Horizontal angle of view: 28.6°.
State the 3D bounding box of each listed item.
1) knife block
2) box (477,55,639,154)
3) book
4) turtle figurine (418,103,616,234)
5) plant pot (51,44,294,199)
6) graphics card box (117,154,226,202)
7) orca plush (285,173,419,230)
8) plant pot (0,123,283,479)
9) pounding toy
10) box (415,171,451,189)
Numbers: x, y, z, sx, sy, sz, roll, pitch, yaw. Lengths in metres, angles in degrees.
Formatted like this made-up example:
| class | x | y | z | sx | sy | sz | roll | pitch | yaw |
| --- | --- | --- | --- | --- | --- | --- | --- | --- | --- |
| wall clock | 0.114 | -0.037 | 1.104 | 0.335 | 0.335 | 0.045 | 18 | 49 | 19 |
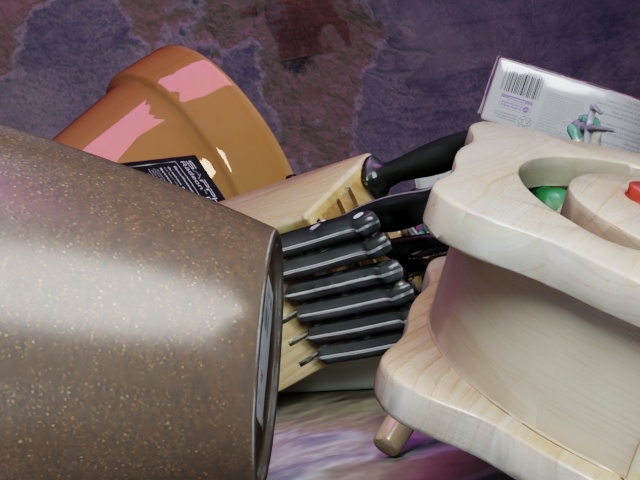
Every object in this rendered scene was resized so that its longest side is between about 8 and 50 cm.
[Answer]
| class | x | y | z | sx | sy | sz | roll | pitch | yaw |
| --- | --- | --- | --- | --- | --- | --- | --- | --- | --- |
| knife block | 0.004 | 0.006 | 0.765 | 0.242 | 0.088 | 0.276 | -28 | 14 | -9 |
| box | 0.313 | -0.100 | 1.203 | 0.324 | 0.067 | 0.063 | 17 | 12 | 3 |
| book | 0.053 | 0.067 | 0.770 | 0.144 | 0.035 | 0.096 | -12 | 0 | 38 |
| turtle figurine | 0.164 | -0.014 | 1.030 | 0.175 | 0.118 | 0.234 | -28 | -2 | -15 |
| plant pot | -0.176 | -0.025 | 1.266 | 0.203 | 0.291 | 0.291 | -30 | 11 | -25 |
| graphics card box | -0.236 | 0.043 | 0.952 | 0.233 | 0.094 | 0.371 | -36 | -7 | 23 |
| orca plush | 0.000 | 0.000 | 0.967 | 0.151 | 0.102 | 0.287 | -50 | 5 | 9 |
| plant pot | -0.134 | 0.040 | 0.503 | 0.230 | 0.215 | 0.215 | 3 | 3 | 3 |
| pounding toy | 0.110 | 0.048 | 0.502 | 0.154 | 0.154 | 0.269 | 18 | 18 | 8 |
| box | 0.218 | -0.041 | 1.357 | 0.148 | 0.121 | 0.311 | -9 | 3 | 23 |
